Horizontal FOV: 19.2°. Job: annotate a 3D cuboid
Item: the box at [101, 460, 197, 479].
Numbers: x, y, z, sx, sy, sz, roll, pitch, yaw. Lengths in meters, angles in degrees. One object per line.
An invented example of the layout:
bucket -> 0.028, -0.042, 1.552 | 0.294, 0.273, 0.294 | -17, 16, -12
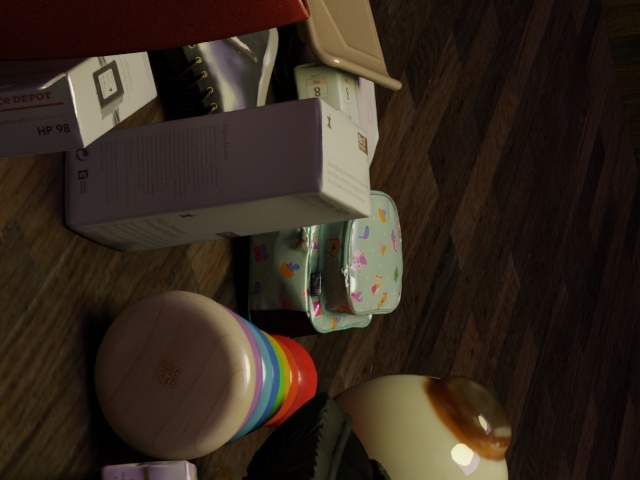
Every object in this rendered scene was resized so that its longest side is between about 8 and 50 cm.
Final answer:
box -> -0.126, 0.203, 1.456 | 0.324, 0.063, 0.067 | 109, -22, -82

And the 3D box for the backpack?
backpack -> 0.000, 0.000, 1.921 | 0.166, 0.144, 0.188 | -1, 82, -64

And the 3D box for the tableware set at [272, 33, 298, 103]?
tableware set -> -0.051, -0.192, 2.007 | 0.154, 0.024, 0.104 | 63, 29, -43

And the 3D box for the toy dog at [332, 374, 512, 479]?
toy dog -> 0.090, 0.339, 1.926 | 0.395, 0.284, 0.408 | 21, 59, -54

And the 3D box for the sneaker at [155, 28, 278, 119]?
sneaker -> -0.115, -0.124, 1.771 | 0.118, 0.083, 0.222 | 23, 68, -45

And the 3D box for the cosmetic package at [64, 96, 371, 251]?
cosmetic package -> -0.085, -0.051, 1.578 | 0.117, 0.231, 0.085 | 26, 60, -65

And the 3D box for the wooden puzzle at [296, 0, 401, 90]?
wooden puzzle -> 0.002, -0.275, 2.005 | 0.221, 0.044, 0.239 | 9, 61, -69

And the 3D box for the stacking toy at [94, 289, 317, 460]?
stacking toy -> -0.079, 0.120, 1.703 | 0.330, 0.141, 0.141 | 12, 73, -73

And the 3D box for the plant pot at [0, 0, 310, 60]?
plant pot -> -0.182, -0.282, 1.332 | 0.267, 0.235, 0.267 | 60, 12, -47

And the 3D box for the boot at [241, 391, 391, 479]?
boot -> 0.044, 0.287, 1.583 | 0.260, 0.131, 0.348 | 48, 22, -6

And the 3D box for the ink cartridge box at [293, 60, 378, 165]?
ink cartridge box -> 0.028, -0.082, 2.103 | 0.189, 0.066, 0.232 | -17, 97, -77

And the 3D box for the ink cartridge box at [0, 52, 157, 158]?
ink cartridge box -> -0.210, -0.107, 1.445 | 0.180, 0.104, 0.060 | -48, 129, -63
